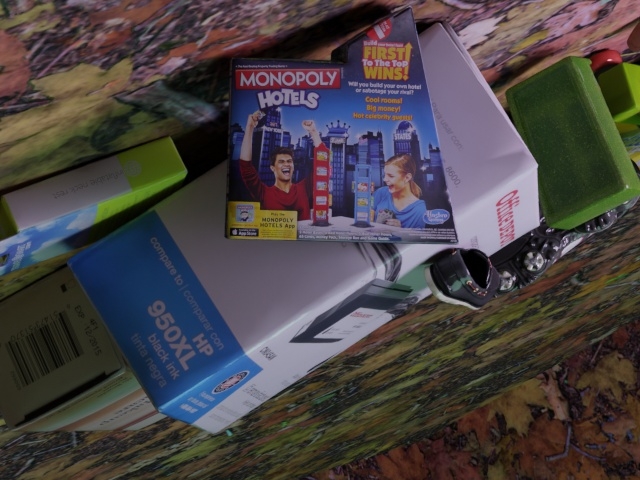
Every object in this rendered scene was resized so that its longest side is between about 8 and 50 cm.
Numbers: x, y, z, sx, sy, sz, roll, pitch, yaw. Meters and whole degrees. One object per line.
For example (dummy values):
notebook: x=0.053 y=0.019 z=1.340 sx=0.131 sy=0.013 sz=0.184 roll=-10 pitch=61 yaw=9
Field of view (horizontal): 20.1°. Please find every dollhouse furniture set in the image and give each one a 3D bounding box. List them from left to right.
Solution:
dollhouse furniture set: x=0.218 y=-0.057 z=1.915 sx=0.301 sy=0.151 sz=0.197 roll=-28 pitch=163 yaw=33

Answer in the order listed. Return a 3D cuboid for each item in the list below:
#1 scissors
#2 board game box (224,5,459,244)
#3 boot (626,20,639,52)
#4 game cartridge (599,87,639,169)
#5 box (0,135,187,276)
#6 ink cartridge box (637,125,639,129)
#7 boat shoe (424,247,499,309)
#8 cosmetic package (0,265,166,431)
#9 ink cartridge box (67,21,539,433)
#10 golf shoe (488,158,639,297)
scissors: x=0.237 y=-0.133 z=2.002 sx=0.109 sy=0.021 sz=0.297 roll=-19 pitch=165 yaw=-22
board game box: x=0.017 y=-0.095 z=1.476 sx=0.194 sy=0.194 sz=0.060 roll=2 pitch=180 yaw=-13
boot: x=0.376 y=-0.222 z=1.859 sx=0.118 sy=0.042 sz=0.087 roll=-28 pitch=169 yaw=16
game cartridge: x=0.348 y=-0.121 z=2.179 sx=0.285 sy=0.053 sz=0.323 roll=-16 pitch=165 yaw=-34
box: x=-0.210 y=-0.026 z=1.570 sx=0.178 sy=0.042 sz=0.109 roll=-21 pitch=166 yaw=-20
ink cartridge box: x=0.483 y=-0.176 z=1.996 sx=0.255 sy=0.097 sz=0.189 roll=-39 pitch=156 yaw=17
boat shoe: x=0.138 y=0.033 z=1.638 sx=0.042 sy=0.049 sz=0.133 roll=-30 pitch=165 yaw=20
cosmetic package: x=-0.225 y=0.119 z=1.922 sx=0.153 sy=0.129 sz=0.296 roll=-30 pitch=166 yaw=16
ink cartridge box: x=0.000 y=0.000 z=1.676 sx=0.395 sy=0.166 sz=0.285 roll=-33 pitch=168 yaw=0
golf shoe: x=0.261 y=-0.011 z=2.141 sx=0.273 sy=0.105 sz=0.120 roll=-28 pitch=172 yaw=12
